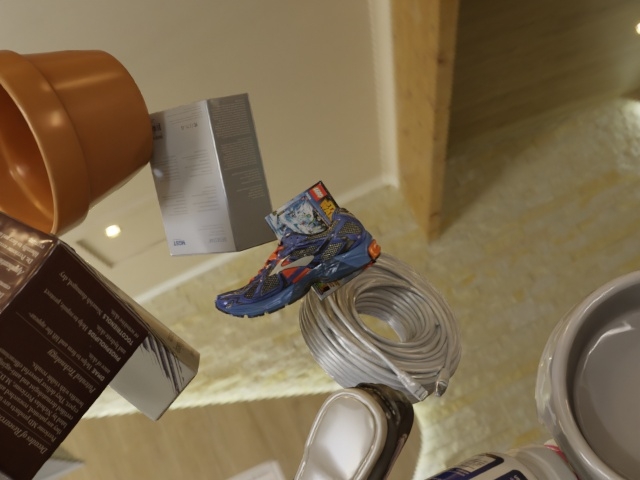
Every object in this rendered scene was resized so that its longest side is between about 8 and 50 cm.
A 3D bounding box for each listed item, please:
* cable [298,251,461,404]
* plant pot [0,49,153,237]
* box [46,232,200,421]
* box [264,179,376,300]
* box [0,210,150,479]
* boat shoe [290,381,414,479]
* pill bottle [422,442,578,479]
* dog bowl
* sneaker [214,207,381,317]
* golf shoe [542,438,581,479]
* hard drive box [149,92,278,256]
[{"bbox_3d":[0.093,0.129,1.413,0.257,0.257,0.089,-47,-11,-53],"label":"cable"},{"bbox_3d":[-0.392,-0.165,1.415,0.203,0.291,0.291,-29,-12,-34],"label":"plant pot"},{"bbox_3d":[-0.296,0.115,1.261,0.094,0.275,0.113,-49,10,2],"label":"box"},{"bbox_3d":[0.000,0.000,1.269,0.094,0.137,0.027,-34,-2,-6],"label":"box"},{"bbox_3d":[-0.321,0.099,0.935,0.203,0.168,0.167,-53,-41,-18],"label":"box"},{"bbox_3d":[-0.001,0.297,0.994,0.095,0.112,0.335,6,-62,-54],"label":"boat shoe"},{"bbox_3d":[0.189,0.348,1.135,0.264,0.153,0.153,-14,-20,-35],"label":"pill bottle"},{"bbox_3d":[0.445,0.189,1.168,0.348,0.349,0.102,-26,-25,1],"label":"dog bowl"},{"bbox_3d":[-0.037,0.030,1.185,0.221,0.087,0.083,-27,2,-1],"label":"sneaker"},{"bbox_3d":[0.448,0.335,1.343,0.306,0.140,0.115,28,-19,-14],"label":"golf shoe"},{"bbox_3d":[-0.176,-0.098,1.459,0.181,0.232,0.089,-3,10,46],"label":"hard drive box"}]
